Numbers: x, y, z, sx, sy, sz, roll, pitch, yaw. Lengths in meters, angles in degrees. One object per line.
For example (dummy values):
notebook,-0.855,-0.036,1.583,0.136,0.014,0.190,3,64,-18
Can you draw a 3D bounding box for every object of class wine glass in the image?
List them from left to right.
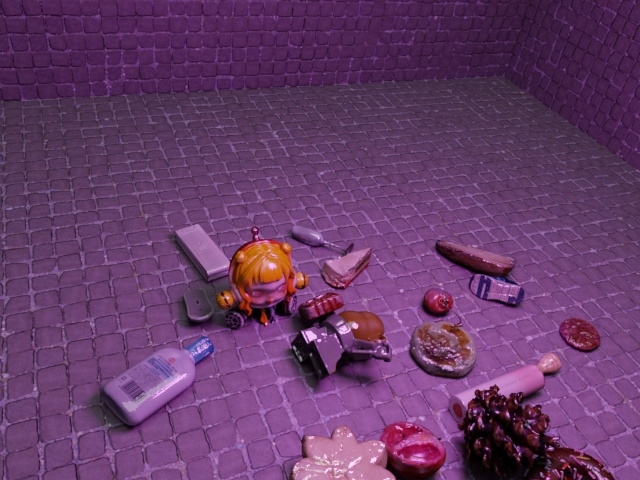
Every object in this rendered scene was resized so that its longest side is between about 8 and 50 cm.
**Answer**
wine glass,0.000,0.000,2.253,0.262,0.074,0.074,21,40,15

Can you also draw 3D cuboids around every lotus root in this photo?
lotus root,0.613,0.075,2.276,0.329,0.078,0.167,20,16,30

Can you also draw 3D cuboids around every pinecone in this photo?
pinecone,0.514,0.523,1.570,0.257,0.243,0.243,-16,40,6

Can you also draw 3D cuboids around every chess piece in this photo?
chess piece,0.741,0.428,1.892,0.122,0.066,0.066,-19,47,-24

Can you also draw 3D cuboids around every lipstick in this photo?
lipstick,0.555,0.477,1.767,0.326,0.087,0.087,-12,44,-26

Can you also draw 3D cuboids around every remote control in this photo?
remote control,-0.442,0.043,2.113,0.102,0.056,0.277,-19,46,-32

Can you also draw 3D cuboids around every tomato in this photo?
tomato,0.250,0.591,1.553,0.173,0.099,0.189,-4,16,-22

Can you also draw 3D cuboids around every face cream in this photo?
face cream,-0.459,0.393,1.659,0.163,0.080,0.336,32,44,26

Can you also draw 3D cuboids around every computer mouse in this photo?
computer mouse,-0.414,0.221,1.899,0.089,0.056,0.182,-10,37,-21

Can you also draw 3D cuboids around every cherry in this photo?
cherry,0.431,0.236,2.008,0.107,0.090,0.225,20,18,-14

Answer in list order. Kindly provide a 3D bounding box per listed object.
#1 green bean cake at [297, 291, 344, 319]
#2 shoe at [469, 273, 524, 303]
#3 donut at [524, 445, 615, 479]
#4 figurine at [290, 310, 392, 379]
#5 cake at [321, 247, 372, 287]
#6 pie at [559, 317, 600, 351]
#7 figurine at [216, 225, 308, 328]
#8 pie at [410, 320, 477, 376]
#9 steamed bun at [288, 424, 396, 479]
green bean cake,-0.001,0.217,1.888,0.135,0.135,0.056,-23,93,-18
shoe,0.678,0.182,2.171,0.207,0.092,0.106,14,13,13
donut,0.695,0.683,1.534,0.269,0.103,0.270,6,37,-5
figurine,0.078,0.313,1.804,0.284,0.167,0.342,-20,47,-31
cake,0.124,0.108,2.127,0.220,0.086,0.117,-11,43,-24
pie,0.947,0.343,2.057,0.154,0.036,0.154,5,40,-5
figurine,-0.195,0.127,1.847,0.320,0.323,0.196,-12,44,-26
pie,0.417,0.363,1.906,0.240,0.054,0.241,4,39,-3
steamed bun,0.057,0.624,1.447,0.295,0.137,0.292,27,45,32
